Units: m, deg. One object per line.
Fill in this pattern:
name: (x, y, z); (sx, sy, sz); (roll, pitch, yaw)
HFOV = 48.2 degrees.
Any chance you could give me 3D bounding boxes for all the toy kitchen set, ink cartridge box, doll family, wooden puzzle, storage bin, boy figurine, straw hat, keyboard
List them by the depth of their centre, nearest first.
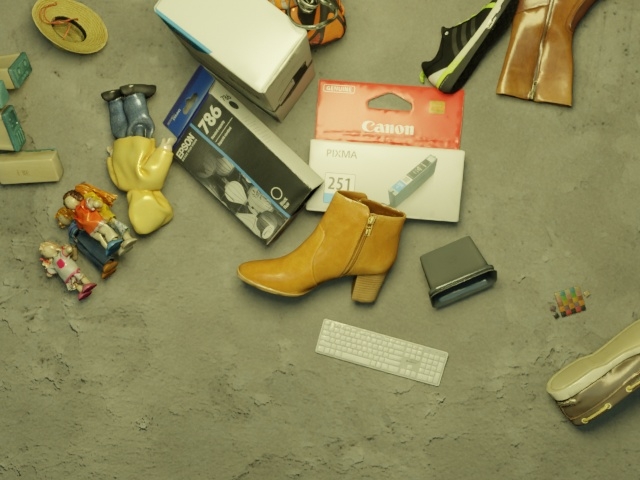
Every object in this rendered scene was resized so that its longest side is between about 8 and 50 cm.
ink cartridge box: (-0.136, -0.345, 1.270); (0.223, 0.307, 0.129); (37, 91, 1)
ink cartridge box: (-0.166, -0.163, 1.362); (0.333, 0.065, 0.165); (43, 122, 5)
storage bin: (0.260, 0.058, 1.379); (0.135, 0.098, 0.091); (-23, 63, 4)
ink cartridge box: (0.128, -0.177, 1.383); (0.296, 0.066, 0.261); (4, 94, 3)
boy figurine: (-0.344, -0.157, 1.386); (0.177, 0.092, 0.285); (-9, 94, 35)
doll family: (-0.450, -0.015, 1.389); (0.163, 0.118, 0.263); (48, 130, 6)
wooden puzzle: (0.490, 0.119, 1.404); (0.083, 0.006, 0.049); (-18, 91, 4)
straw hat: (-0.499, -0.407, 1.407); (0.144, 0.144, 0.061); (49, 135, 0)
toy kitchen set: (-0.583, -0.245, 1.421); (0.122, 0.166, 0.207); (-2, 129, 4)
keyboard: (0.121, 0.223, 1.424); (0.256, 0.014, 0.072); (15, 93, 3)

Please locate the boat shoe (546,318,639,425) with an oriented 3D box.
boat shoe: (0.593, 0.234, 1.353); (0.324, 0.116, 0.097); (-34, 95, 8)

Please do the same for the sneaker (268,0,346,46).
sneaker: (0.002, -0.501, 1.346); (0.124, 0.180, 0.321); (18, 68, 27)

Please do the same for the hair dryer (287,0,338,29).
hair dryer: (-0.072, -0.457, 1.170); (0.223, 0.293, 0.080); (27, 138, -20)

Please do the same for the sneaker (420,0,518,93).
sneaker: (0.271, -0.388, 1.343); (0.097, 0.084, 0.234); (43, 108, 18)

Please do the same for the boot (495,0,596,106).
boot: (0.479, -0.394, 1.341); (0.264, 0.096, 0.280); (6, 93, 2)

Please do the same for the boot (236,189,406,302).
boot: (0.001, 0.001, 1.348); (0.295, 0.104, 0.211); (8, 116, -8)
